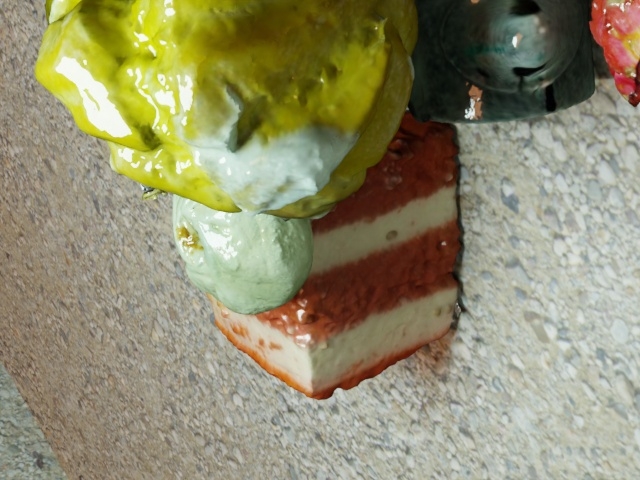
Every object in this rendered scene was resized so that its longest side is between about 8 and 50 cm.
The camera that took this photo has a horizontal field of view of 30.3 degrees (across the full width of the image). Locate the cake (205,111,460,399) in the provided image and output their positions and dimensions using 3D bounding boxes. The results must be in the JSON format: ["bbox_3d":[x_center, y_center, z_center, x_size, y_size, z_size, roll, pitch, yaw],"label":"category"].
[{"bbox_3d":[0.000,0.000,1.520,0.270,0.269,0.319,24,125,47],"label":"cake"}]

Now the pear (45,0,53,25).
[{"bbox_3d":[-0.153,-0.327,1.466,0.413,0.352,0.352,-45,63,10],"label":"pear"}]

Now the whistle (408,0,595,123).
[{"bbox_3d":[0.137,-0.233,1.267,0.405,0.188,0.168,15,120,52],"label":"whistle"}]

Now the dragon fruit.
[{"bbox_3d":[0.319,-0.236,1.064,0.262,0.163,0.189,107,159,-44],"label":"dragon fruit"}]

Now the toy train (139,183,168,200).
[{"bbox_3d":[-0.194,-0.101,1.594,0.081,0.202,0.060,-23,98,13],"label":"toy train"}]

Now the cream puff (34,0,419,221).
[{"bbox_3d":[-0.062,-0.202,1.136,0.378,0.378,0.275,51,132,25],"label":"cream puff"}]

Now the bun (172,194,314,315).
[{"bbox_3d":[-0.099,-0.007,1.316,0.195,0.118,0.195,29,131,39],"label":"bun"}]
